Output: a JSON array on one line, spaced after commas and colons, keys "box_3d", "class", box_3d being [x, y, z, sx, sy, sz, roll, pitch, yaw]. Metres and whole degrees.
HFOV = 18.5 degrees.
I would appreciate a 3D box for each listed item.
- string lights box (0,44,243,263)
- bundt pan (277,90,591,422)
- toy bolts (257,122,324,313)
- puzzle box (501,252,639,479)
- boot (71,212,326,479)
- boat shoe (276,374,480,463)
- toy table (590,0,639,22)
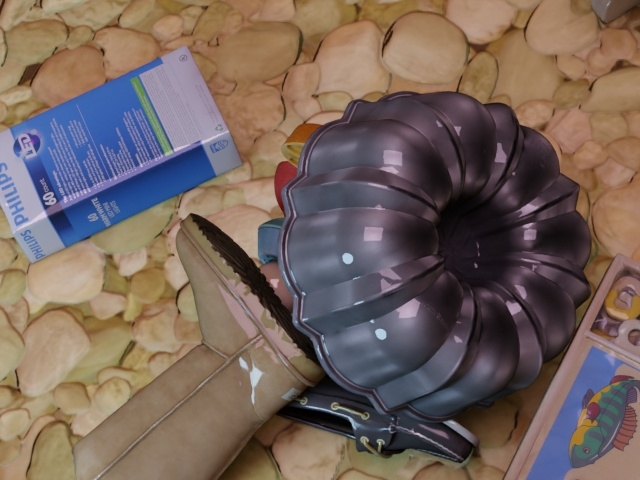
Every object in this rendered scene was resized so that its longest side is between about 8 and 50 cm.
[{"box_3d": [-0.233, -0.096, 2.171, 0.260, 0.077, 0.133, -25, 61, -2], "class": "string lights box"}, {"box_3d": [0.128, 0.006, 1.872, 0.331, 0.124, 0.330, 7, 78, -31], "class": "bundt pan"}, {"box_3d": [0.000, 0.000, 2.001, 0.228, 0.218, 0.158, 2, 64, 52], "class": "toy bolts"}, {"box_3d": [0.315, 0.242, 1.853, 0.272, 0.052, 0.409, 27, 68, 5], "class": "puzzle box"}, {"box_3d": [-0.153, 0.139, 1.980, 0.269, 0.089, 0.236, -42, 65, 10], "class": "boot"}, {"box_3d": [0.050, 0.181, 1.973, 0.228, 0.081, 0.068, 21, 72, 27], "class": "boat shoe"}, {"box_3d": [0.394, -0.349, 2.130, 0.274, 0.161, 0.252, -22, 61, -2], "class": "toy table"}]
